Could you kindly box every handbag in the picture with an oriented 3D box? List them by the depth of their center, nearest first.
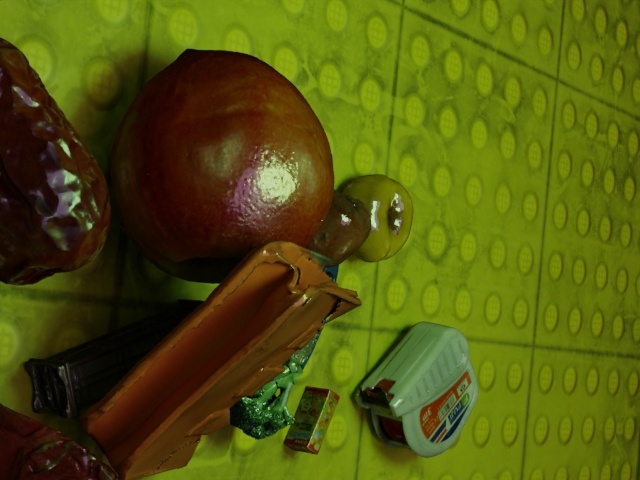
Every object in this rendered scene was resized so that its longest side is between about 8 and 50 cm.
[{"bbox_3d":[-0.143,0.177,1.717,0.410,0.116,0.303,-43,165,7],"label":"handbag"}]

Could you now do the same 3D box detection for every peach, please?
[{"bbox_3d":[-0.150,-0.116,1.782,0.290,0.373,0.372,92,18,-68],"label":"peach"},{"bbox_3d":[0.108,-0.043,2.240,0.179,0.103,0.179,2,88,-49],"label":"peach"}]

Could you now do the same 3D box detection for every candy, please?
[{"bbox_3d":[-0.015,0.332,2.141,0.038,0.062,0.122,44,60,-40],"label":"candy"}]

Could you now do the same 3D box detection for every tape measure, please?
[{"bbox_3d":[0.203,0.310,2.356,0.258,0.130,0.265,-47,131,-35],"label":"tape measure"}]

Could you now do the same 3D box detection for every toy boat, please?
[{"bbox_3d":[-0.019,0.128,2.139,0.080,0.046,0.229,40,62,-43],"label":"toy boat"}]

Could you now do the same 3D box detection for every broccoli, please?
[{"bbox_3d":[-0.113,0.239,1.953,0.156,0.195,0.195,-36,124,-6],"label":"broccoli"}]

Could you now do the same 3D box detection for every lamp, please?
[{"bbox_3d":[-0.294,0.177,1.780,0.325,0.090,0.089,-21,107,-49],"label":"lamp"}]

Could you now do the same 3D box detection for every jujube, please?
[{"bbox_3d":[-0.415,-0.109,1.545,0.216,0.216,0.342,-34,103,-44],"label":"jujube"}]

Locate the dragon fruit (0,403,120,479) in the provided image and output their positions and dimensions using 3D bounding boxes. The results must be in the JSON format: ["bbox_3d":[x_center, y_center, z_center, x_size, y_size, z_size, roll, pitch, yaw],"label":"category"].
[{"bbox_3d":[-0.377,0.367,1.600,0.317,0.205,0.152,53,54,-36],"label":"dragon fruit"}]

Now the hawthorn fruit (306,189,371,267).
[{"bbox_3d":[-0.001,-0.017,2.102,0.189,0.149,0.149,-39,126,-5],"label":"hawthorn fruit"}]
